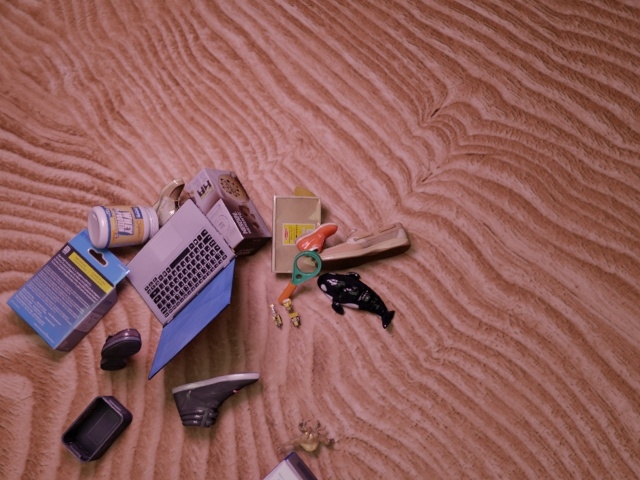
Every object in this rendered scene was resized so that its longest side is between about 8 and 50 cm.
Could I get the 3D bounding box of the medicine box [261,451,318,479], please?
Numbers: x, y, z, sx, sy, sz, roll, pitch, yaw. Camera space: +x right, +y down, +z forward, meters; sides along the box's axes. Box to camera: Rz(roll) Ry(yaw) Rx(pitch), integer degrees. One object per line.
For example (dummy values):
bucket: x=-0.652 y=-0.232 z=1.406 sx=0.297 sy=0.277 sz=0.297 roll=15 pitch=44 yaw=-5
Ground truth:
medicine box: x=-0.149 y=0.771 z=1.452 sx=0.289 sy=0.263 sz=0.149 roll=-40 pitch=75 yaw=-10

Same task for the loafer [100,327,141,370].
loafer: x=-0.641 y=0.327 z=1.607 sx=0.109 sy=0.302 sz=0.095 roll=8 pitch=57 yaw=-30

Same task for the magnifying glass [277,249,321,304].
magnifying glass: x=-0.076 y=0.127 z=1.700 sx=0.092 sy=0.026 sz=0.231 roll=30 pitch=118 yaw=-11

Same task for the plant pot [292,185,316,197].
plant pot: x=-0.060 y=-0.139 z=1.826 sx=0.083 sy=0.081 sz=0.081 roll=10 pitch=73 yaw=-6

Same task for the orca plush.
orca plush: x=0.115 y=0.191 z=1.703 sx=0.287 sy=0.102 sz=0.151 roll=43 pitch=79 yaw=13

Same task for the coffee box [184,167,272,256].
coffee box: x=-0.318 y=-0.095 z=1.759 sx=0.119 sy=0.168 sz=0.297 roll=-39 pitch=72 yaw=26

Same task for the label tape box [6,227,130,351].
label tape box: x=-0.843 y=0.169 z=1.745 sx=0.249 sy=0.115 sz=0.347 roll=39 pitch=76 yaw=12

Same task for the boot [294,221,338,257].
boot: x=0.000 y=0.000 z=1.706 sx=0.158 sy=0.059 sz=0.084 roll=-29 pitch=53 yaw=-6

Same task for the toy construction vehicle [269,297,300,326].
toy construction vehicle: x=-0.120 y=0.252 z=1.716 sx=0.086 sy=0.035 sz=0.098 roll=-17 pitch=94 yaw=4

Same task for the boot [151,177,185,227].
boot: x=-0.506 y=-0.100 z=1.790 sx=0.165 sy=0.077 sz=0.213 roll=50 pitch=121 yaw=13

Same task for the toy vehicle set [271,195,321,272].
toy vehicle set: x=-0.084 y=-0.020 z=1.755 sx=0.166 sy=0.035 sz=0.266 roll=2 pitch=89 yaw=-12

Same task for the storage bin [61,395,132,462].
storage bin: x=-0.711 y=0.599 z=1.621 sx=0.122 sy=0.084 sz=0.180 roll=37 pitch=79 yaw=12

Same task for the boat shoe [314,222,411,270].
boat shoe: x=0.136 y=0.019 z=1.754 sx=0.341 sy=0.121 sz=0.110 roll=-12 pitch=68 yaw=-12

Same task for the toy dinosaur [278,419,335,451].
toy dinosaur: x=-0.046 y=0.617 z=1.600 sx=0.183 sy=0.053 sz=0.092 roll=-3 pitch=67 yaw=-4

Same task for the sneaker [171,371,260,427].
sneaker: x=-0.324 y=0.513 z=1.627 sx=0.296 sy=0.104 sz=0.146 roll=-15 pitch=75 yaw=4

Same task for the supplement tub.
supplement tub: x=-0.678 y=-0.051 z=1.747 sx=0.200 sy=0.144 sz=0.144 roll=-7 pitch=68 yaw=-41

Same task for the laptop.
laptop: x=-0.471 y=0.137 z=1.599 sx=0.382 sy=0.236 sz=0.408 roll=-43 pitch=80 yaw=16
